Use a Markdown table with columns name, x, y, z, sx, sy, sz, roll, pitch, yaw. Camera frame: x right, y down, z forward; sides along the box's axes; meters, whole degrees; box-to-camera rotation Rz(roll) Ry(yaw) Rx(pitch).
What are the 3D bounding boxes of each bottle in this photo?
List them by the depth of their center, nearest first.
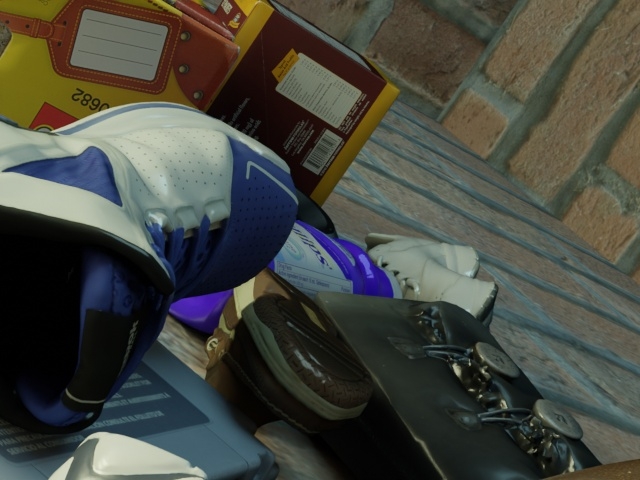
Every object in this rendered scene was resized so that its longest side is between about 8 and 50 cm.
| name | x | y | z | sx | sy | sz | roll | pitch | yaw |
| --- | --- | --- | --- | --- | --- | --- | --- | --- | --- |
| bottle | -0.027 | 0.033 | 1.187 | 0.118 | 0.092 | 0.283 | 40 | 12 | 31 |

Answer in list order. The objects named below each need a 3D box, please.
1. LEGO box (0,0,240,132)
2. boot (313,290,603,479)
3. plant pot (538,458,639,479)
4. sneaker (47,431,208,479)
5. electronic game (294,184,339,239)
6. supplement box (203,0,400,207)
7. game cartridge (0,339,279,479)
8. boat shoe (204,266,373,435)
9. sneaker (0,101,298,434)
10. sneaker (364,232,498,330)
| name | x | y | z | sx | sy | sz | roll | pitch | yaw |
| --- | --- | --- | --- | --- | --- | --- | --- | --- | --- |
| LEGO box | -0.358 | -0.250 | 1.166 | 0.500 | 0.193 | 0.372 | 28 | 13 | -31 |
| boot | 0.201 | 0.216 | 1.008 | 0.367 | 0.146 | 0.445 | 28 | 8 | -37 |
| plant pot | 0.094 | 0.197 | 0.645 | 0.230 | 0.215 | 0.215 | 8 | 24 | -33 |
| sneaker | -0.030 | 0.166 | 0.484 | 0.235 | 0.153 | 0.094 | 20 | -33 | 25 |
| electronic game | -0.076 | -0.042 | 1.477 | 0.229 | 0.048 | 0.229 | 32 | 13 | -8 |
| supplement box | -0.055 | -0.154 | 1.637 | 0.194 | 0.191 | 0.129 | 30 | 12 | -22 |
| game cartridge | -0.153 | 0.081 | 0.736 | 0.198 | 0.062 | 0.297 | 34 | 10 | 19 |
| boat shoe | -0.032 | 0.089 | 0.934 | 0.095 | 0.095 | 0.257 | 39 | 3 | -7 |
| sneaker | -0.117 | 0.015 | 0.715 | 0.315 | 0.127 | 0.182 | 9 | 30 | -50 |
| sneaker | 0.099 | 0.063 | 1.470 | 0.129 | 0.111 | 0.297 | 17 | 10 | -7 |
